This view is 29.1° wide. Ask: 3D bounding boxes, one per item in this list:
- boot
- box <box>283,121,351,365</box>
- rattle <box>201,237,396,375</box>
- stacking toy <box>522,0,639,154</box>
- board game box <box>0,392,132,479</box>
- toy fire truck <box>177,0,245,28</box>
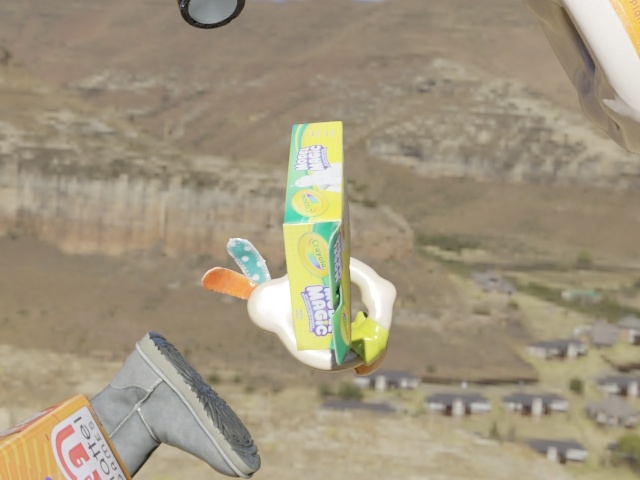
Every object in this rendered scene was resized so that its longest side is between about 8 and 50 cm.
[{"bbox_3d":[-0.180,0.215,1.177,0.189,0.208,0.076,46,6,26],"label":"boot"},{"bbox_3d":[0.000,0.000,0.874,0.043,0.105,0.179,-4,29,2],"label":"box"},{"bbox_3d":[-0.022,0.072,1.332,0.200,0.130,0.143,11,2,4],"label":"rattle"},{"bbox_3d":[0.515,-0.355,1.555,0.480,0.350,0.350,-28,5,6],"label":"stacking toy"},{"bbox_3d":[-0.221,0.333,0.512,0.356,0.356,0.356,-28,1,11],"label":"board game box"},{"bbox_3d":[-0.057,-0.299,0.975,0.246,0.158,0.217,-30,-36,17],"label":"toy fire truck"}]
